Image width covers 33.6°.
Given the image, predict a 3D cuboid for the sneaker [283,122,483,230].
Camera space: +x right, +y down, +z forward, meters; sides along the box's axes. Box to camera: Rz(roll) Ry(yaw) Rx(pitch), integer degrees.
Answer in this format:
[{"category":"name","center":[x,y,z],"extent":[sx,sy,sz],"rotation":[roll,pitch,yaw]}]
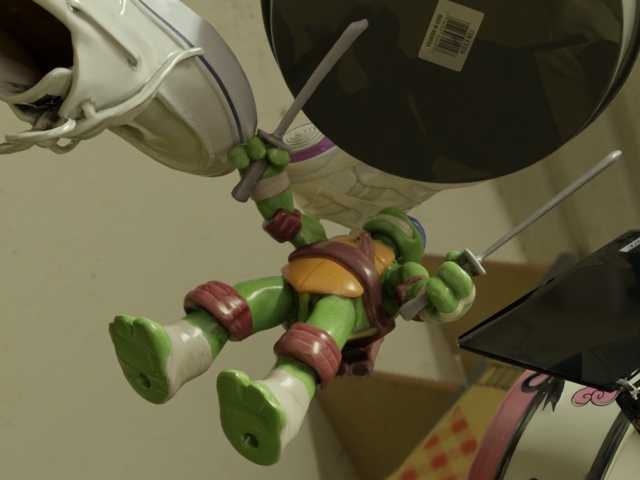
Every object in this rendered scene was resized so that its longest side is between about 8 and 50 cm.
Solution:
[{"category":"sneaker","center":[0.090,-0.080,1.279],"extent":[0.305,0.114,0.152],"rotation":[0,-48,35]}]

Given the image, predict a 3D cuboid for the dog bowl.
[{"category":"dog bowl","center":[0.289,0.292,1.115],"extent":[0.150,0.408,0.408],"rotation":[14,-46,38]}]

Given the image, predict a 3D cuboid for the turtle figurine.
[{"category":"turtle figurine","center":[0.000,0.000,0.713],"extent":[0.198,0.266,0.274],"rotation":[47,-41,2]}]

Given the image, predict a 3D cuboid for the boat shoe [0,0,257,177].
[{"category":"boat shoe","center":[-0.172,-0.117,0.686],"extent":[0.135,0.156,0.367],"rotation":[-6,-34,29]}]

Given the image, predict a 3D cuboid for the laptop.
[{"category":"laptop","center":[0.282,0.112,0.799],"extent":[0.264,0.234,0.136],"rotation":[56,-31,12]}]

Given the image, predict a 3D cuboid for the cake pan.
[{"category":"cake pan","center":[0.093,-0.162,0.779],"extent":[0.293,0.054,0.293],"rotation":[6,-54,8]}]
